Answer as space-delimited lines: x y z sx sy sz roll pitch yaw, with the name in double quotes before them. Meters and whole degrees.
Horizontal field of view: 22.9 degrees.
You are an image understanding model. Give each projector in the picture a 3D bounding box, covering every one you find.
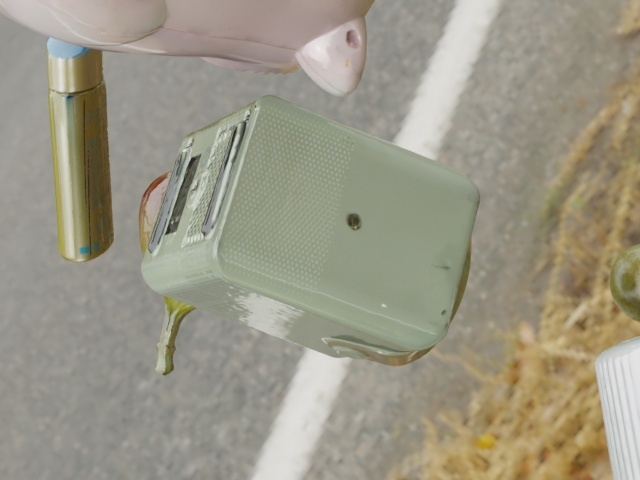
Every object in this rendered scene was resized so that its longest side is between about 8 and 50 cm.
"projector" 0.000 0.000 1.268 0.177 0.242 0.163 -14 59 66

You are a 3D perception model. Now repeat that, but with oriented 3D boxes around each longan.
"longan" 0.283 0.039 1.341 0.075 0.075 0.083 -52 -19 -1

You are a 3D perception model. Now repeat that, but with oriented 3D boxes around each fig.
"fig" -0.128 0.031 1.774 0.160 0.143 0.231 163 101 -85

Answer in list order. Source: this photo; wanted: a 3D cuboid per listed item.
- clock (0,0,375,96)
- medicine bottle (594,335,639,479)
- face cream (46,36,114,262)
"clock" -0.101 -0.297 1.179 0.250 0.376 0.368 -38 33 50
"medicine bottle" 0.308 0.253 1.092 0.242 0.242 0.395 -17 75 56
"face cream" -0.294 -0.126 1.932 0.139 0.067 0.285 -85 -5 -73
